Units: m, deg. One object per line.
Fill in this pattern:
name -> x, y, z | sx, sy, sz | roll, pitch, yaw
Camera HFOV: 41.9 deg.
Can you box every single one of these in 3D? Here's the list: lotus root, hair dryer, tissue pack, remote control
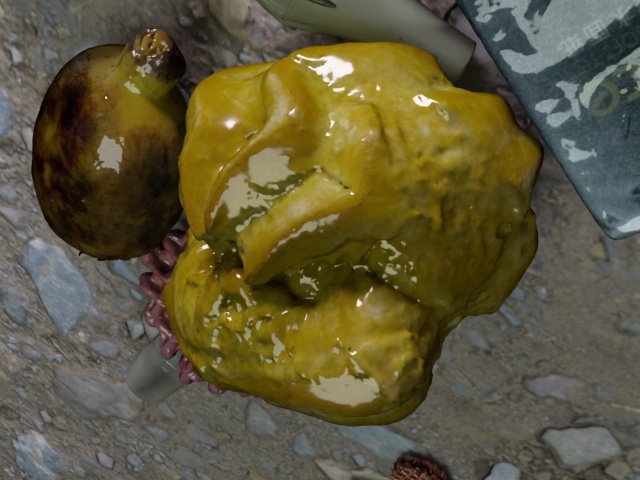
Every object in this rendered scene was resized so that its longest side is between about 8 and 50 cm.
lotus root -> -0.201, -0.086, 0.809 | 0.169, 0.142, 0.314 | 55, 142, 22
hair dryer -> 0.058, -0.221, 0.637 | 0.225, 0.088, 0.219 | -34, 112, 27
tissue pack -> 0.222, -0.146, 0.574 | 0.185, 0.081, 0.257 | -27, 109, 32
remote control -> -0.193, 0.156, 1.080 | 0.073, 0.044, 0.229 | 44, 133, -5

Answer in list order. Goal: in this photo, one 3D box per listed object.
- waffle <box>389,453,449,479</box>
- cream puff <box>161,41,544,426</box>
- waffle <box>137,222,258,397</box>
waffle -> 0.123, 0.298, 1.028 | 0.075, 0.029, 0.083 | 9, 133, 28
cream puff -> 0.005, -0.003, 0.662 | 0.324, 0.269, 0.274 | 2, 142, 27
waffle -> -0.107, 0.079, 0.948 | 0.221, 0.055, 0.234 | -3, 113, 23
